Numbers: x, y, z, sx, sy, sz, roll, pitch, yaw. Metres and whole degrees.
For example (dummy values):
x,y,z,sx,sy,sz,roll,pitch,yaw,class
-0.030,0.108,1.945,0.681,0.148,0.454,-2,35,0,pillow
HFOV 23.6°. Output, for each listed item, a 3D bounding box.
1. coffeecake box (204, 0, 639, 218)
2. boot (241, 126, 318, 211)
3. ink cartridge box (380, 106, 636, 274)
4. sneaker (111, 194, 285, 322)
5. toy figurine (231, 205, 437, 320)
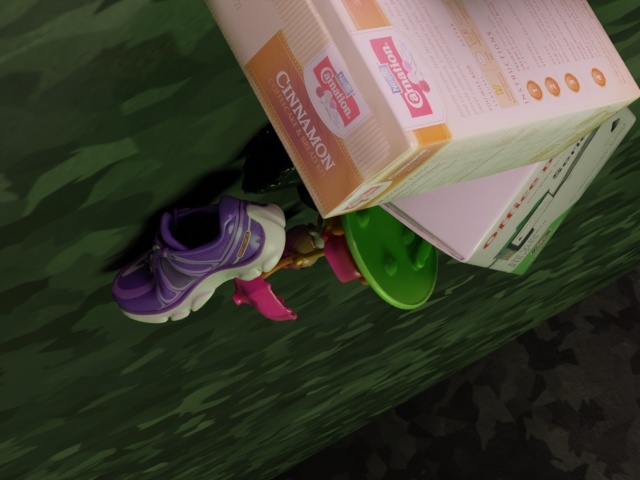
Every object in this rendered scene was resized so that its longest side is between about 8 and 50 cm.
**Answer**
x,y,z,sx,sy,sz,roll,pitch,yaw,class
0.048,-0.101,0.730,0.185,0.142,0.068,-15,163,-46,coffeecake box
-0.012,-0.050,1.066,0.099,0.045,0.121,-18,163,-38,boot
0.136,-0.064,1.105,0.160,0.092,0.219,-55,164,8,ink cartridge box
-0.099,0.004,1.102,0.071,0.068,0.170,26,141,-35,sneaker
0.000,0.000,1.230,0.159,0.130,0.173,-19,-159,32,toy figurine
